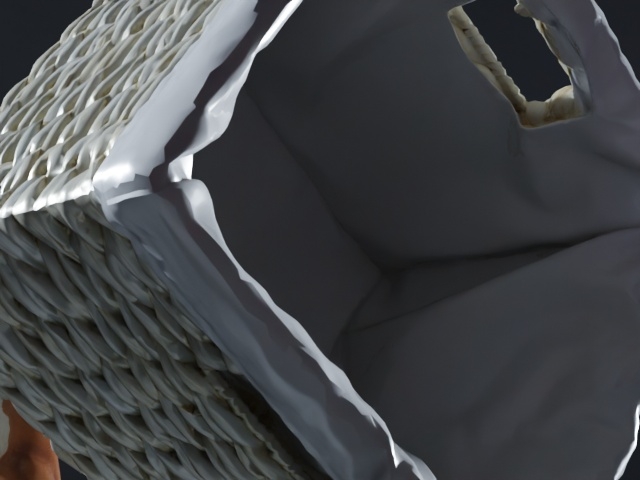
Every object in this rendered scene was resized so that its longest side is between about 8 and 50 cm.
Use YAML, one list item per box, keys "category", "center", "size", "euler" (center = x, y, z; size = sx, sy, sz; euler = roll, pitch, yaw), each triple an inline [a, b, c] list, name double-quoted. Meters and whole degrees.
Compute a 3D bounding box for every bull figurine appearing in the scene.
- category: "bull figurine"
  center: [-0.305, 0.154, 1.258]
  size: [0.188, 0.101, 0.310]
  euler: [36, 19, -38]

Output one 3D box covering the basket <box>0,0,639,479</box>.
- category: "basket"
  center: [0.000, 0.000, 0.774]
  size: [0.266, 0.331, 0.328]
  euler: [-14, -56, 43]
